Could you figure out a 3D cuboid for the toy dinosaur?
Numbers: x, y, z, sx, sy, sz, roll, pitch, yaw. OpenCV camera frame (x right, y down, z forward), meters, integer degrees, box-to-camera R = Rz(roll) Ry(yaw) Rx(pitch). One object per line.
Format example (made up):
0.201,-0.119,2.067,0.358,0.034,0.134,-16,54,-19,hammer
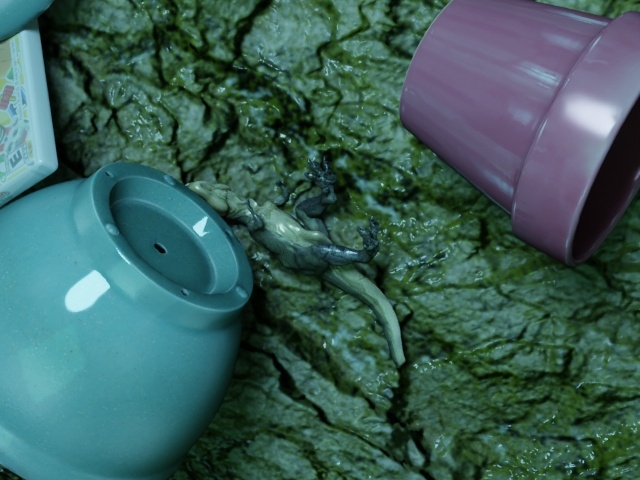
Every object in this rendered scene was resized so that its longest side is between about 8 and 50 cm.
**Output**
0.000,0.000,1.086,0.268,0.064,0.118,38,133,2,toy dinosaur

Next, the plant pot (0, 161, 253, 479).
-0.184,0.055,1.040,0.293,0.293,0.196,43,115,-1,plant pot

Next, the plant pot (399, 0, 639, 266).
0.172,-0.107,0.929,0.180,0.201,0.201,31,117,23,plant pot

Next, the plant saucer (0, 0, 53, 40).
-0.345,-0.333,1.044,0.317,0.043,0.318,4,100,21,plant saucer

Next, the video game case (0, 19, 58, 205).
-0.340,-0.118,1.096,0.206,0.026,0.227,-28,60,25,video game case
